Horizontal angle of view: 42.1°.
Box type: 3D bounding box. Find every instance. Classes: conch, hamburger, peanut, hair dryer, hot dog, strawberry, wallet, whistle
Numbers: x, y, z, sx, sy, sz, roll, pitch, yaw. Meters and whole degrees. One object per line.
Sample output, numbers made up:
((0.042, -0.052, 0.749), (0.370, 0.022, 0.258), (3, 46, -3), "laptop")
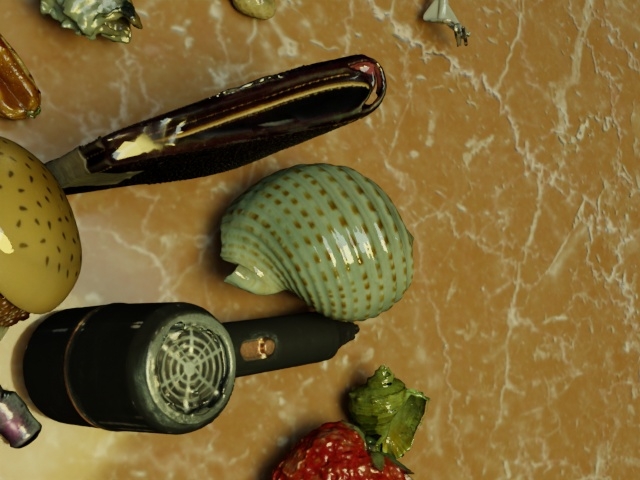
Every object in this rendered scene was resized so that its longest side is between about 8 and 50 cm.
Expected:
((0.008, -0.005, 0.811), (0.200, 0.131, 0.172), (0, 64, -45), "conch")
((-0.262, -0.002, 0.639), (0.136, 0.175, 0.175), (-20, 95, 8), "hamburger")
((-0.082, -0.263, 0.874), (0.083, 0.037, 0.037), (37, 67, -17), "peanut")
((-0.068, 0.098, 0.771), (0.352, 0.189, 0.107), (-4, 87, -44), "hair dryer")
((-0.293, -0.158, 0.738), (0.049, 0.037, 0.122), (-33, 96, -18), "hot dog")
((0.012, 0.253, 0.815), (0.148, 0.131, 0.131), (-43, 105, -36), "strawberry")
((0.075, 0.184, 0.886), (0.089, 0.074, 0.121), (-5, 110, 2), "conch")
((-0.101, -0.091, 0.734), (0.262, 0.221, 0.071), (-19, 98, -32), "wallet")
((-0.299, 0.103, 0.700), (0.033, 0.033, 0.176), (-42, 106, -28), "whistle")

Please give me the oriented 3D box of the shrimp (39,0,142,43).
((-0.299, -0.268, 0.712), (0.287, 0.068, 0.185), (1, 67, -36), "shrimp")

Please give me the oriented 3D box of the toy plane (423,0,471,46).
((0.156, -0.376, 1.014), (0.182, 0.107, 0.273), (-32, 127, -72), "toy plane")
